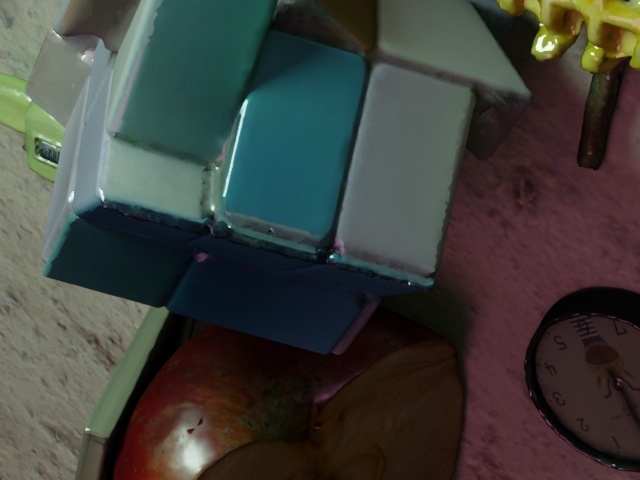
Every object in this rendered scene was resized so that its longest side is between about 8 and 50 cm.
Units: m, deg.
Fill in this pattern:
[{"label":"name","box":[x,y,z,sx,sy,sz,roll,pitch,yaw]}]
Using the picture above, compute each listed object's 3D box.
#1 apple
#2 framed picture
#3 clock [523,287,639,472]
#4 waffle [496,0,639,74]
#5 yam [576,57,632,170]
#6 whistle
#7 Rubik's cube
[{"label":"apple","box":[-0.019,0.224,1.644,0.329,0.295,0.365,-7,141,12]},{"label":"framed picture","box":[-0.202,0.225,1.790,0.028,0.326,0.446,20,134,3]},{"label":"clock","box":[0.271,0.130,1.550,0.185,0.040,0.184,20,131,25]},{"label":"waffle","box":[0.213,-0.276,1.236,0.307,0.060,0.311,-11,101,48]},{"label":"yam","box":[0.234,-0.105,1.414,0.033,0.027,0.129,24,134,24]},{"label":"whistle","box":[-0.232,-0.108,1.715,0.288,0.106,0.131,24,135,21]},{"label":"Rubik's cube","box":[-0.039,-0.109,1.394,0.387,0.368,0.358,16,140,-18]}]
